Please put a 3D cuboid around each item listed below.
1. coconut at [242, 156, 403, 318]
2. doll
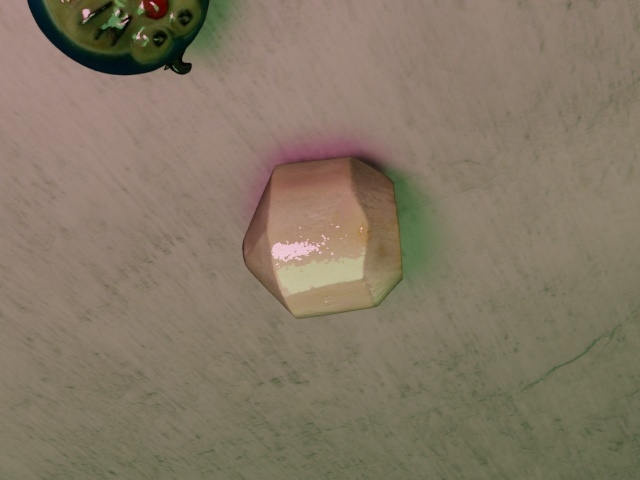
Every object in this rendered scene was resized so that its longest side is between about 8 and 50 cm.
[{"bbox_3d":[0.000,-0.004,1.187,0.241,0.241,0.241,-1,131,-2],"label":"coconut"},{"bbox_3d":[-0.244,-0.315,0.928,0.199,0.186,0.322,-36,110,-11],"label":"doll"}]
